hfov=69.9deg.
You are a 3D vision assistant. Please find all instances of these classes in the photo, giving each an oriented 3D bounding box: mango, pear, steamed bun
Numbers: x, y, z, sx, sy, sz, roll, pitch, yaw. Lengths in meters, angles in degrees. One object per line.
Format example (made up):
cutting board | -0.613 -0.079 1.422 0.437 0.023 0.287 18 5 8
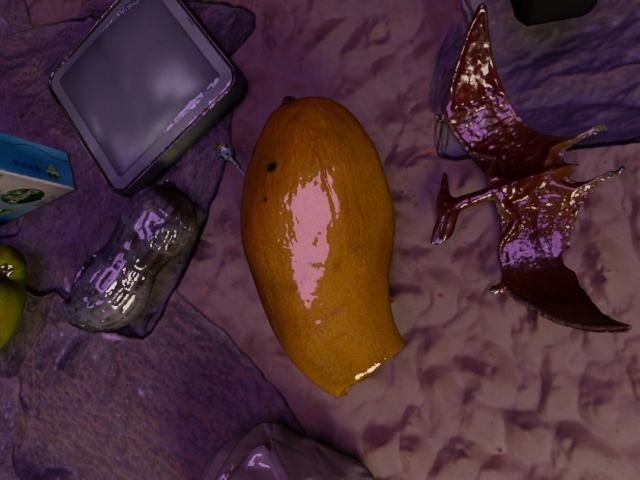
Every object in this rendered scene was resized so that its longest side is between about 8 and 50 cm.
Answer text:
mango | -0.003 0.002 0.542 0.186 0.144 0.360 -5 85 20
pear | -0.552 0.098 0.699 0.219 0.187 0.187 -34 74 -10
steamed bun | -0.059 0.335 0.522 0.217 0.144 0.211 24 92 20

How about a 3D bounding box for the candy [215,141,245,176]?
candy | -0.119 -0.108 0.657 0.025 0.023 0.083 -43 80 -6

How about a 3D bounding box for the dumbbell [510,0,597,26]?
dumbbell | 0.354 -0.338 0.429 0.322 0.203 0.204 -3 83 18

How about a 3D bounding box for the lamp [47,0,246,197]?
lamp | -0.278 -0.243 0.708 0.266 0.047 0.269 -39 74 10

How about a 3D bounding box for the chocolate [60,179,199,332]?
chocolate | -0.264 0.029 0.646 0.110 0.110 0.248 41 97 18

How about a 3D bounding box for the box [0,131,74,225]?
box | -0.520 -0.088 0.721 0.194 0.139 0.073 -22 79 15

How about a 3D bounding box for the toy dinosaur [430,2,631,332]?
toy dinosaur | 0.217 -0.080 0.496 0.206 0.113 0.328 8 85 19
